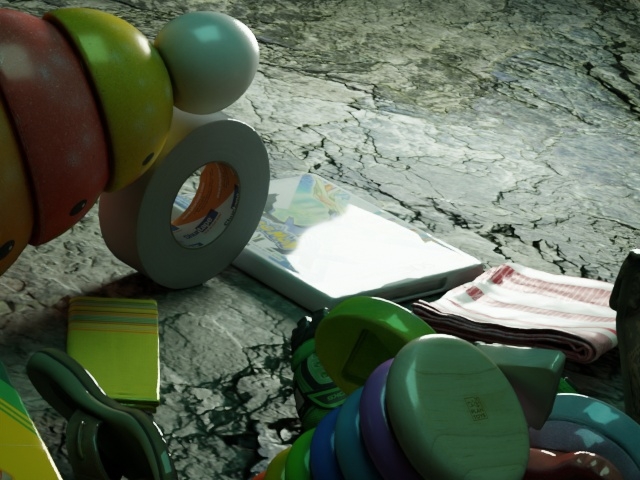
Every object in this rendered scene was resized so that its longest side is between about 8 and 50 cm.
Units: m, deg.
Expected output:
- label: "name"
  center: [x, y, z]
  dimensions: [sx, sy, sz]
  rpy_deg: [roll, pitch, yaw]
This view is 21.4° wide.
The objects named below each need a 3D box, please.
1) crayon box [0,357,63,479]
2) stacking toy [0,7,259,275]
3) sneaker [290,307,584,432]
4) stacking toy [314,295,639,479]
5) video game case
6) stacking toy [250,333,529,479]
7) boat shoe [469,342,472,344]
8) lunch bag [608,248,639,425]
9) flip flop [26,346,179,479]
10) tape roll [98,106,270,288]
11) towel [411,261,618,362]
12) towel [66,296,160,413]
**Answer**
- label: "crayon box"
  center: [-0.426, 0.191, 1.438]
  dimensions: [0.363, 0.106, 0.313]
  rpy_deg: [0, 24, -27]
- label: "stacking toy"
  center: [-0.282, -0.144, 1.848]
  dimensions: [0.480, 0.350, 0.350]
  rpy_deg: [-22, 33, -18]
- label: "sneaker"
  center: [0.126, 0.187, 1.760]
  dimensions: [0.344, 0.134, 0.146]
  rpy_deg: [13, 57, -14]
- label: "stacking toy"
  center: [0.150, 0.137, 1.505]
  dimensions: [0.309, 0.279, 0.130]
  rpy_deg: [11, 46, 32]
- label: "video game case"
  center: [0.000, 0.000, 2.233]
  dimensions: [0.329, 0.036, 0.300]
  rpy_deg: [29, 27, 37]
- label: "stacking toy"
  center: [0.014, 0.206, 1.399]
  dimensions: [0.141, 0.330, 0.141]
  rpy_deg: [26, 46, -30]
- label: "boat shoe"
  center: [0.172, 0.137, 1.986]
  dimensions: [0.035, 0.035, 0.100]
  rpy_deg: [19, 16, 25]
- label: "lunch bag"
  center: [0.442, 0.100, 1.789]
  dimensions: [0.235, 0.287, 0.169]
  rpy_deg: [-16, 22, -14]
- label: "flip flop"
  center: [-0.208, 0.193, 1.575]
  dimensions: [0.080, 0.112, 0.277]
  rpy_deg: [-32, 44, -24]
- label: "tape roll"
  center: [-0.162, -0.055, 2.035]
  dimensions: [0.072, 0.219, 0.219]
  rpy_deg: [28, 27, 35]
- label: "towel"
  center: [0.279, 0.082, 2.084]
  dimensions: [0.237, 0.037, 0.329]
  rpy_deg: [10, 14, 26]
- label: "towel"
  center: [-0.227, 0.122, 1.840]
  dimensions: [0.102, 0.021, 0.237]
  rpy_deg: [3, 24, -8]
